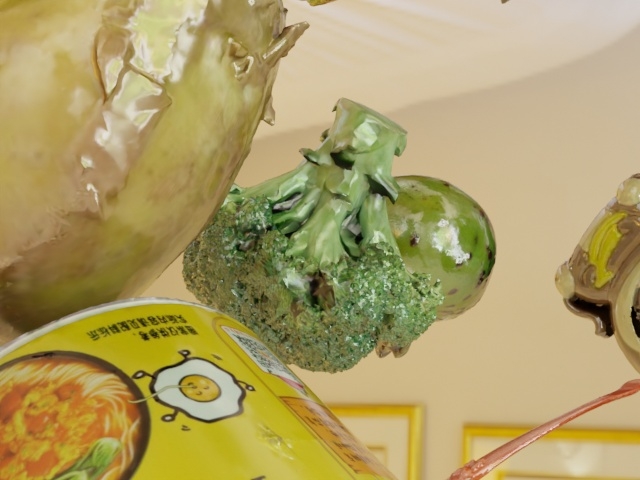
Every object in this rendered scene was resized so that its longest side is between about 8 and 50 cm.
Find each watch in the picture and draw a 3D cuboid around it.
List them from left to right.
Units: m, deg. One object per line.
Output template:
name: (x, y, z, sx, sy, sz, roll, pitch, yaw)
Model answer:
watch: (0.550, 0.069, 1.746, 0.335, 0.314, 0.327, 41, -157, 25)

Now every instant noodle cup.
instant noodle cup: (-0.076, 0.203, 0.665, 0.325, 0.325, 0.254, 11, -151, -43)

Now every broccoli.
broccoli: (0.000, 0.000, 1.195, 0.270, 0.270, 0.270, 27, -176, -2)

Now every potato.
potato: (-0.170, -0.050, 0.773, 0.301, 0.237, 0.289, 8, 153, -1)

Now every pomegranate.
pomegranate: (0.111, 0.032, 1.503, 0.202, 0.248, 0.202, 18, 149, 11)

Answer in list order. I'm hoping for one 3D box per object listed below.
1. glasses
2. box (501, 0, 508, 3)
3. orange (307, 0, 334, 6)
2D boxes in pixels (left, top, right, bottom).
glasses: (0.217, 0.245, 0.994, 0.268, 0.234, 0.118, -28, -169, -25)
box: (0.333, -0.481, 1.801, 0.273, 0.143, 0.184, -37, 177, -42)
orange: (-0.002, -0.316, 1.035, 0.158, 0.237, 0.179, -29, 138, -4)
